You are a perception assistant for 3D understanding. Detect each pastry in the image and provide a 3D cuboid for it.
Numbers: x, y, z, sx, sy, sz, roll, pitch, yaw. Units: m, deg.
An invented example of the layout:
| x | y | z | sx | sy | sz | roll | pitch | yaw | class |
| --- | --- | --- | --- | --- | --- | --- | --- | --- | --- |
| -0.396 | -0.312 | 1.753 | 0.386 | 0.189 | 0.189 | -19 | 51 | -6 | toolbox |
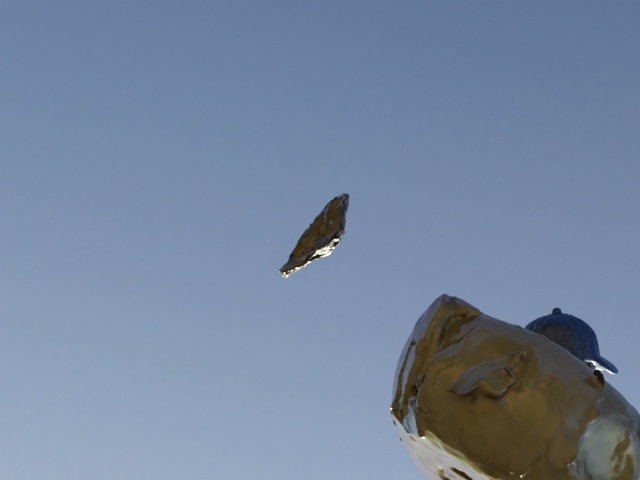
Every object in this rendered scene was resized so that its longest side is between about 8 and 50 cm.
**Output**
| x | y | z | sx | sy | sz | roll | pitch | yaw | class |
| --- | --- | --- | --- | --- | --- | --- | --- | --- | --- |
| 0.106 | 0.105 | 0.850 | 0.166 | 0.088 | 0.166 | 34 | -18 | 13 | pastry |

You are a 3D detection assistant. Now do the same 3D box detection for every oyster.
| x | y | z | sx | sy | sz | roll | pitch | yaw | class |
| --- | --- | --- | --- | --- | --- | --- | --- | --- | --- |
| -0.002 | 0.002 | 1.033 | 0.019 | 0.054 | 0.083 | 38 | -48 | -13 | oyster |

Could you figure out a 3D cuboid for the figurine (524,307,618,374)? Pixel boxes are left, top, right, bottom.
| x | y | z | sx | sy | sz | roll | pitch | yaw | class |
| --- | --- | --- | --- | --- | --- | --- | --- | --- | --- |
| 0.197 | 0.137 | 1.349 | 0.087 | 0.086 | 0.149 | 26 | -94 | 24 | figurine |
